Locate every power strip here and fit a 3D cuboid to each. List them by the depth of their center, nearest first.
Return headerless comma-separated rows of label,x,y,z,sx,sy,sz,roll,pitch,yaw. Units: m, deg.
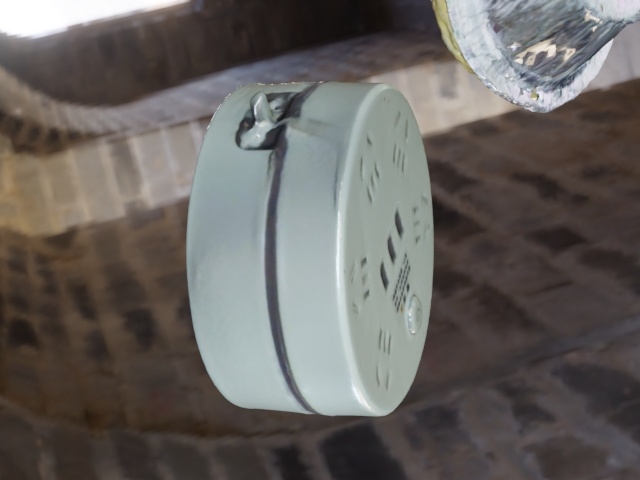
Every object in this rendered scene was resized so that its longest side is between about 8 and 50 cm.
power strip,0.000,0.000,1.382,0.357,0.161,0.358,1,-90,-70

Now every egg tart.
egg tart,0.152,-0.197,0.862,0.094,0.234,0.234,7,119,38
